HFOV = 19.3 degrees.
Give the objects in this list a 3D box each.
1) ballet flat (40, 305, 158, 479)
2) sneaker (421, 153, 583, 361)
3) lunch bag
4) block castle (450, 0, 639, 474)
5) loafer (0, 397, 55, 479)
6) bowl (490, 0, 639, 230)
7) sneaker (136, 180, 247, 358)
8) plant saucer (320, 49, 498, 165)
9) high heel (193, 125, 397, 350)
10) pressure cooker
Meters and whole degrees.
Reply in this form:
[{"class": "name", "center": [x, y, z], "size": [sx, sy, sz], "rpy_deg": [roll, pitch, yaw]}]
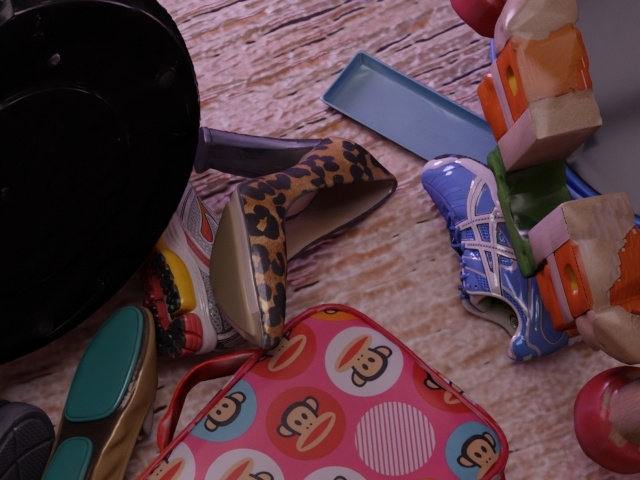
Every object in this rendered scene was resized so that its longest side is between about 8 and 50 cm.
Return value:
[{"class": "ballet flat", "center": [-0.180, 0.166, 1.555], "size": [0.080, 0.073, 0.232], "rpy_deg": [-2, 56, 39]}, {"class": "sneaker", "center": [0.146, 0.011, 1.611], "size": [0.081, 0.080, 0.211], "rpy_deg": [-30, 64, -15]}, {"class": "lunch bag", "center": [-0.023, 0.197, 1.496], "size": [0.258, 0.120, 0.293], "rpy_deg": [39, 71, 22]}, {"class": "block castle", "center": [0.295, -0.062, 1.491], "size": [0.303, 0.213, 0.453], "rpy_deg": [-13, 81, -10]}, {"class": "loafer", "center": [-0.328, 0.250, 1.509], "size": [0.095, 0.109, 0.302], "rpy_deg": [14, 55, 32]}, {"class": "bowl", "center": [0.345, -0.170, 1.657], "size": [0.391, 0.077, 0.391], "rpy_deg": [-1, 75, 5]}, {"class": "sneaker", "center": [-0.115, 0.008, 1.639], "size": [0.092, 0.088, 0.225], "rpy_deg": [1, 53, -27]}, {"class": "plant saucer", "center": [0.096, -0.104, 1.713], "size": [0.192, 0.018, 0.067], "rpy_deg": [30, 67, 19]}, {"class": "high heel", "center": [0.000, 0.000, 1.580], "size": [0.186, 0.093, 0.261], "rpy_deg": [8, 41, -20]}, {"class": "pressure cooker", "center": [-0.346, -0.139, 1.547], "size": [0.375, 0.370, 0.420], "rpy_deg": [-43, 56, -12]}]
